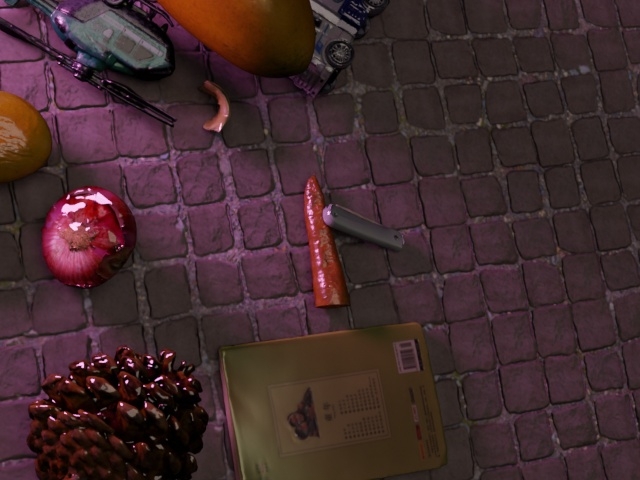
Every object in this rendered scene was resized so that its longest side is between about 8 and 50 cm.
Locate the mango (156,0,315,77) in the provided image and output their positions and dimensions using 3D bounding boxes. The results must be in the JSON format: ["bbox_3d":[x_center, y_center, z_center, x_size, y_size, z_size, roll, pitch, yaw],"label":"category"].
[{"bbox_3d":[-0.142,-0.402,1.693,0.221,0.264,0.378,-35,74,0],"label":"mango"}]

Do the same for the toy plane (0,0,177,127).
[{"bbox_3d":[-0.358,-0.322,1.698,0.381,0.106,0.155,31,81,-19],"label":"toy plane"}]

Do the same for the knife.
[{"bbox_3d":[0.070,-0.023,1.825,0.162,0.023,0.044,21,54,-34],"label":"knife"}]

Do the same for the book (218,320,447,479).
[{"bbox_3d":[0.024,0.261,1.762,0.352,0.035,0.239,-5,79,-23],"label":"book"}]

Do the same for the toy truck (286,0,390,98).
[{"bbox_3d":[0.014,-0.378,1.847,0.155,0.124,0.268,33,67,-5],"label":"toy truck"}]

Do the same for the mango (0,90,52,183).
[{"bbox_3d":[-0.504,-0.146,1.604,0.237,0.091,0.137,-4,75,-17],"label":"mango"}]

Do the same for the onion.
[{"bbox_3d":[-0.322,-0.001,1.648,0.150,0.140,0.150,-3,83,21],"label":"onion"}]

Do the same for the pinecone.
[{"bbox_3d":[-0.266,0.266,1.541,0.257,0.243,0.243,-8,81,-44],"label":"pinecone"}]

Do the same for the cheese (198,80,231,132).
[{"bbox_3d":[-0.164,-0.208,1.774,0.041,0.060,0.084,-6,88,-24],"label":"cheese"}]

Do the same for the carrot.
[{"bbox_3d":[0.000,0.000,1.801,0.057,0.057,0.224,-6,78,-23],"label":"carrot"}]
